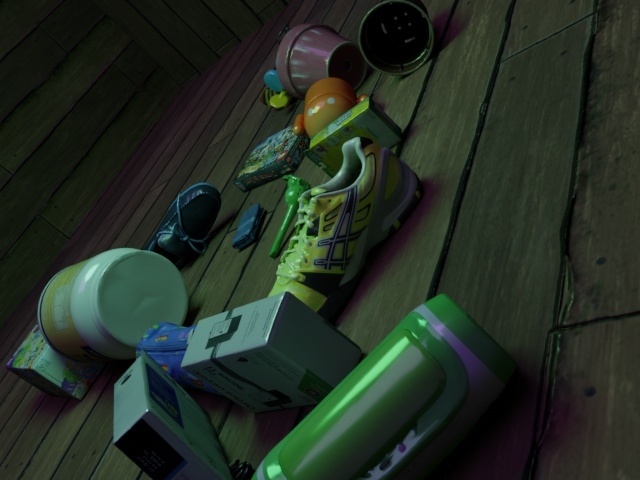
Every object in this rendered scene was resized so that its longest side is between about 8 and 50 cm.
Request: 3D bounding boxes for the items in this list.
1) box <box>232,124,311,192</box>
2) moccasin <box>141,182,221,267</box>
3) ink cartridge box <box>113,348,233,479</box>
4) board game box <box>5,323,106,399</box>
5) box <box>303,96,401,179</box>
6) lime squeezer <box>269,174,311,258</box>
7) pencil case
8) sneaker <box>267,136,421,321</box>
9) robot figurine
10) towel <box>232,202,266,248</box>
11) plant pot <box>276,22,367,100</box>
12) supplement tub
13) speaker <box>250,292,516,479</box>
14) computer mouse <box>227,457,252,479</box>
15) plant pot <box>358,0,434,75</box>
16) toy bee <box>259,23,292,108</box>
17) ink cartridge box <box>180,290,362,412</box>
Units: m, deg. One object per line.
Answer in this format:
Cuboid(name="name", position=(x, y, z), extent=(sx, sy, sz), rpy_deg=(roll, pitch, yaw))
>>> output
Cuboid(name="box", position=(-0.115, -0.219, 1.767), extent=(0.233, 0.044, 0.159), rpy_deg=(-16, 38, 49))
Cuboid(name="moccasin", position=(-0.357, 0.011, 1.738), extent=(0.342, 0.138, 0.116), rpy_deg=(-53, 25, 21))
Cuboid(name="ink cartridge box", position=(-0.213, 0.262, 0.966), extent=(0.065, 0.165, 0.333), rpy_deg=(-44, 13, -8))
Cuboid(name="board game box", position=(-0.664, 0.301, 1.732), extent=(0.275, 0.144, 0.142), rpy_deg=(-14, 40, 52))
Cuboid(name="box", position=(0.061, -0.196, 1.365), extent=(0.179, 0.105, 0.043), rpy_deg=(-31, 34, 30))
Cuboid(name="lime squeezer", position=(-0.056, -0.090, 1.480), extent=(0.310, 0.059, 0.109), rpy_deg=(-87, 16, -54))
Cuboid(name="pencil case", position=(-0.216, 0.196, 1.177), extent=(0.306, 0.133, 0.119), rpy_deg=(-12, 54, 54))
Cuboid(name="sneaker", position=(0.000, 0.000, 1.109), extent=(0.384, 0.147, 0.145), rpy_deg=(-55, 27, -16))
Cuboid(name="robot figurine", position=(0.027, -0.289, 1.542), extent=(0.219, 0.158, 0.128), rpy_deg=(-90, 14, -58))
Cuboid(name="towel", position=(-0.164, -0.031, 1.572), extent=(0.067, 0.029, 0.119), rpy_deg=(-31, 29, 31))
Cuboid(name="plant pot", position=(0.015, -0.451, 1.762), extent=(0.201, 0.201, 0.180), rpy_deg=(-51, 39, -10))
Cuboid(name="supplement tub", position=(-0.462, 0.147, 1.523), extent=(0.331, 0.241, 0.241), rpy_deg=(-15, 38, 50))
Cuboid(name="speaker", position=(0.063, 0.196, 0.723), extent=(0.296, 0.131, 0.131), rpy_deg=(-45, 24, 3))
Cuboid(name="computer mouse", position=(-0.125, 0.365, 0.875), extent=(0.106, 0.042, 0.193), rpy_deg=(-39, 19, 6))
Cuboid(name="plant pot", position=(0.182, -0.483, 1.571), extent=(0.167, 0.167, 0.165), rpy_deg=(-33, 19, 28))
Cuboid(name="toy bee", position=(-0.082, -0.469, 2.017), extent=(0.195, 0.162, 0.298), rpy_deg=(-60, 1, -9))
Cuboid(name="ink cartridge box", position=(-0.073, 0.164, 0.962), extent=(0.208, 0.153, 0.086), rpy_deg=(-22, 38, 45))
